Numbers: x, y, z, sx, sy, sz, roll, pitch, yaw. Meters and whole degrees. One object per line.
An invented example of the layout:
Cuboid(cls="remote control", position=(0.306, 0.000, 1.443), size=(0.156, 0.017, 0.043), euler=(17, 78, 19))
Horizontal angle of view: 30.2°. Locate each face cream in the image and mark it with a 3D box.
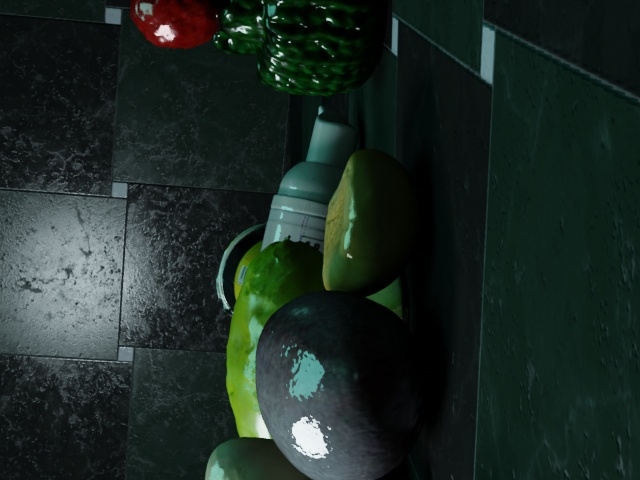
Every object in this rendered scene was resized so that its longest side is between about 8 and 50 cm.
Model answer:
Cuboid(cls="face cream", position=(-0.010, -0.025, 1.796), size=(0.145, 0.145, 0.369), euler=(180, 102, -85))

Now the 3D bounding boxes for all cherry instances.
Cuboid(cls="cherry", position=(0.023, 0.157, 1.284), size=(0.266, 0.184, 0.213), euler=(143, 104, -80))

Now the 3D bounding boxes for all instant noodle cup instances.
Cuboid(cls="instant noodle cup", position=(-0.061, 0.084, 2.138), size=(0.236, 0.215, 0.215), euler=(-155, 63, -71))

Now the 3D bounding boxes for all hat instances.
Cuboid(cls="hat", position=(-0.086, -0.324, 1.579), size=(0.274, 0.332, 0.242), euler=(98, 168, -48))

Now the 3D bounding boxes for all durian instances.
Cuboid(cls="durian", position=(-0.026, 0.168, 1.605), size=(0.256, 0.204, 0.339), euler=(-76, -31, -57))

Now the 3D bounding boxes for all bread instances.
Cuboid(cls="bread", position=(0.059, -0.013, 1.328), size=(0.217, 0.098, 0.147), euler=(125, 147, -76))

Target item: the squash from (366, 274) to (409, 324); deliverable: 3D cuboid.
Cuboid(cls="squash", position=(0.053, 0.086, 1.506), size=(0.192, 0.085, 0.184), euler=(-95, 7, -49))

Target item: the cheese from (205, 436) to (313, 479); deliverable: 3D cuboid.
Cuboid(cls="cheese", position=(-0.002, 0.422, 1.413), size=(0.351, 0.130, 0.328), euler=(60, 180, -35))

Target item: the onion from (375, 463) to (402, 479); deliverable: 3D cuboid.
Cuboid(cls="onion", position=(0.052, 0.301, 1.472), size=(0.115, 0.104, 0.115), euler=(12, -90, -84))
